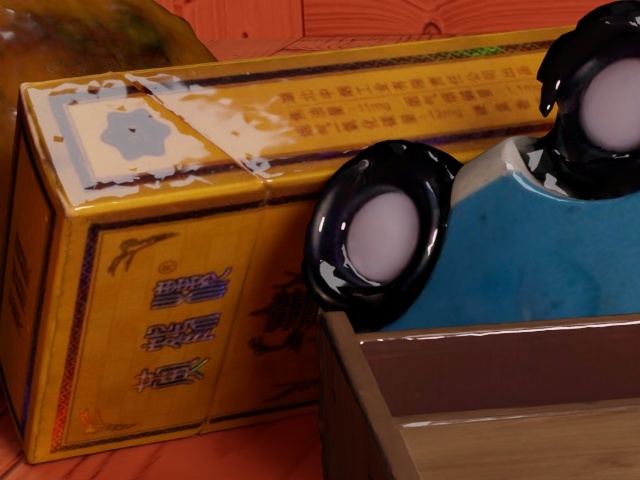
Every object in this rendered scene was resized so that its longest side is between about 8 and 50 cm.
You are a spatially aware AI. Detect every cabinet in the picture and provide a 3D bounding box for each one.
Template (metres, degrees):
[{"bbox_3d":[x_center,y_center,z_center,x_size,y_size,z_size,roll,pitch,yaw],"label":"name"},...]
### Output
[{"bbox_3d":[0.099,0.105,0.505,0.174,0.148,0.215,-4,15,-6],"label":"cabinet"}]

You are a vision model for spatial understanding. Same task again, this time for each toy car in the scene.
[{"bbox_3d":[0.126,0.036,0.713,0.255,0.190,0.188,-27,-33,27],"label":"toy car"}]

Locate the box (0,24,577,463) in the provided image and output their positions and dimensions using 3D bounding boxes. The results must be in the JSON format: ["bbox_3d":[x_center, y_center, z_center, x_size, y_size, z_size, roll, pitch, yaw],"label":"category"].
[{"bbox_3d":[0.000,0.000,0.845,0.301,0.193,0.084,-8,52,-22],"label":"box"}]

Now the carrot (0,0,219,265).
[{"bbox_3d":[-0.219,-0.034,0.944,0.340,0.242,0.241,-9,15,-35],"label":"carrot"}]
